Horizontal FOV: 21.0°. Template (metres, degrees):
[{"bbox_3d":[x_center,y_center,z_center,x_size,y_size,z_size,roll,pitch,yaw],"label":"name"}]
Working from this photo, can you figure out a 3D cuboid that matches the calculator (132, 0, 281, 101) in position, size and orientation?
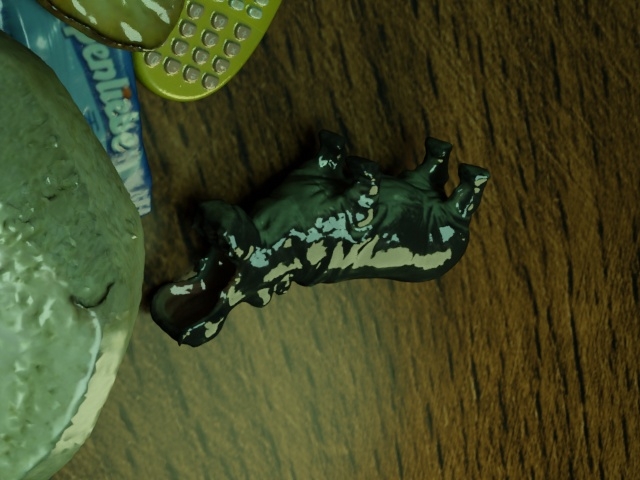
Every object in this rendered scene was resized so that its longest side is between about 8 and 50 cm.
[{"bbox_3d":[-0.091,-0.232,1.503,0.146,0.032,0.235,19,99,-44],"label":"calculator"}]

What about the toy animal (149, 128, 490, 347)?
[{"bbox_3d":[-0.003,-0.013,1.637,0.343,0.106,0.168,-14,126,-28],"label":"toy animal"}]

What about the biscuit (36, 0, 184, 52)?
[{"bbox_3d":[-0.183,-0.269,1.356,0.203,0.041,0.260,-38,113,-38],"label":"biscuit"}]

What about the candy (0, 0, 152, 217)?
[{"bbox_3d":[-0.223,-0.139,1.409,0.187,0.077,0.331,-28,126,-37],"label":"candy"}]

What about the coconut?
[{"bbox_3d":[-0.316,0.016,1.219,0.404,0.404,0.405,-18,121,-33],"label":"coconut"}]
